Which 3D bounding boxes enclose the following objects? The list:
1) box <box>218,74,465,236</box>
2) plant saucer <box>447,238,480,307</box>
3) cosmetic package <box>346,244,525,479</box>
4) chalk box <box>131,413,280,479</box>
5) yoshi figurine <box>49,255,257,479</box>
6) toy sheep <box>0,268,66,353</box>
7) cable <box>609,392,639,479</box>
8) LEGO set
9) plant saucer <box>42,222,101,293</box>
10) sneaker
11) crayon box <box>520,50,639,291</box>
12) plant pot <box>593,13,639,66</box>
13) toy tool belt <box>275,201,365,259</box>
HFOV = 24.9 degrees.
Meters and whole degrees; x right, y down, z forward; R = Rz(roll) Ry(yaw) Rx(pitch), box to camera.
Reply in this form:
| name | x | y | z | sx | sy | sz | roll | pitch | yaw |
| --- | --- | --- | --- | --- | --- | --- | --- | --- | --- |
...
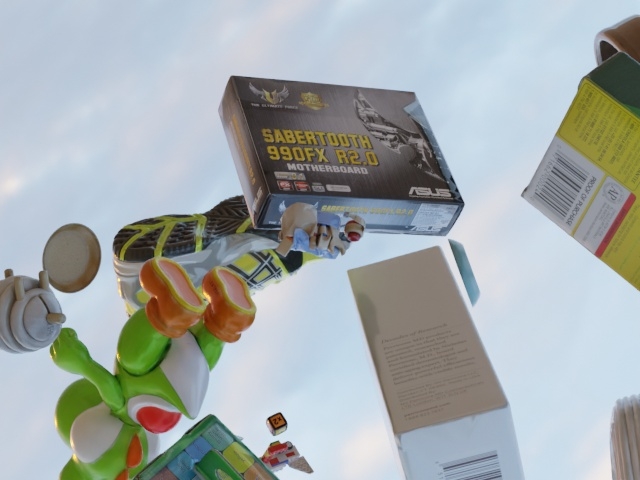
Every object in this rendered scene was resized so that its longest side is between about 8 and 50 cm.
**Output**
| name | x | y | z | sx | sy | sz | roll | pitch | yaw |
| --- | --- | --- | --- | --- | --- | --- | --- | --- | --- |
| box | 0.021 | -0.091 | 1.567 | 0.056 | 0.231 | 0.183 | 117 | -33 | -42 |
| plant saucer | 0.235 | 0.049 | 2.337 | 0.021 | 0.119 | 0.119 | -20 | -146 | 6 |
| cosmetic package | 0.164 | 0.220 | 2.091 | 0.162 | 0.230 | 0.453 | -14 | -153 | 0 |
| chalk box | -0.123 | 0.273 | 1.435 | 0.132 | 0.132 | 0.213 | -37 | 171 | -50 |
| yoshi figurine | -0.244 | 0.173 | 1.860 | 0.362 | 0.204 | 0.203 | -56 | 180 | 21 |
| toy sheep | -0.312 | 0.076 | 1.512 | 0.132 | 0.091 | 0.091 | 3 | -122 | 45 |
| cable | 0.364 | 0.287 | 1.570 | 0.089 | 0.257 | 0.257 | -6 | -168 | 9 |
| LEGO set | -0.121 | 0.314 | 1.880 | 0.244 | 0.182 | 0.060 | -37 | -115 | 8 |
| plant saucer | -0.294 | 0.020 | 1.696 | 0.015 | 0.083 | 0.083 | 10 | -116 | 45 |
| sneaker | -0.128 | 0.029 | 2.127 | 0.145 | 0.385 | 0.147 | 40 | -47 | 52 |
| crayon box | 0.389 | -0.029 | 1.562 | 0.081 | 0.318 | 0.202 | -34 | 158 | -37 |
| plant pot | 0.500 | -0.191 | 1.794 | 0.229 | 0.263 | 0.263 | -27 | -150 | 1 |
| toy tool belt | 0.000 | 0.000 | 1.383 | 0.052 | 0.083 | 0.051 | 117 | -17 | -60 |
